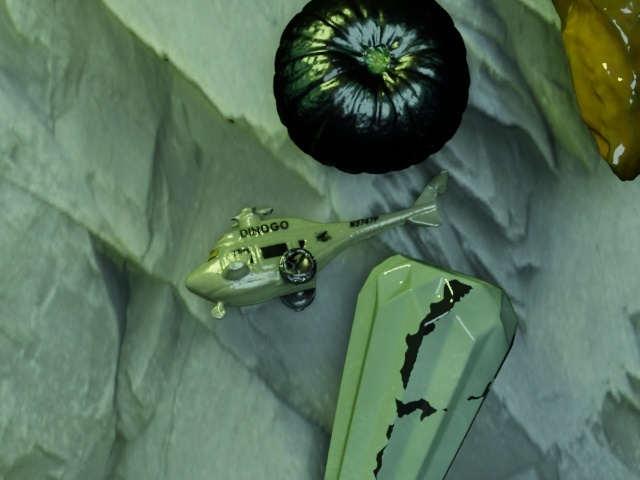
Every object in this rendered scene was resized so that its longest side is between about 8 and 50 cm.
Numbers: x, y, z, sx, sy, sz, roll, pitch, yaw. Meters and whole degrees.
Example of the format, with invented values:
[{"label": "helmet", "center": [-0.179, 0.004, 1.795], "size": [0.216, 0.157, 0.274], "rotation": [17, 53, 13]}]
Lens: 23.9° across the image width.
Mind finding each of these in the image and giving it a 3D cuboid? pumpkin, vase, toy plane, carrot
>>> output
[{"label": "pumpkin", "center": [0.051, -0.160, 1.495], "size": [0.202, 0.140, 0.202], "rotation": [1, 77, -3]}, {"label": "vase", "center": [0.075, 0.201, 1.506], "size": [0.165, 0.165, 0.360], "rotation": [18, 93, -8]}, {"label": "toy plane", "center": [0.000, 0.000, 1.525], "size": [0.286, 0.092, 0.108], "rotation": [-15, 69, -5]}, {"label": "carrot", "center": [0.335, -0.234, 1.481], "size": [0.340, 0.241, 0.241], "rotation": [-39, 96, -8]}]
